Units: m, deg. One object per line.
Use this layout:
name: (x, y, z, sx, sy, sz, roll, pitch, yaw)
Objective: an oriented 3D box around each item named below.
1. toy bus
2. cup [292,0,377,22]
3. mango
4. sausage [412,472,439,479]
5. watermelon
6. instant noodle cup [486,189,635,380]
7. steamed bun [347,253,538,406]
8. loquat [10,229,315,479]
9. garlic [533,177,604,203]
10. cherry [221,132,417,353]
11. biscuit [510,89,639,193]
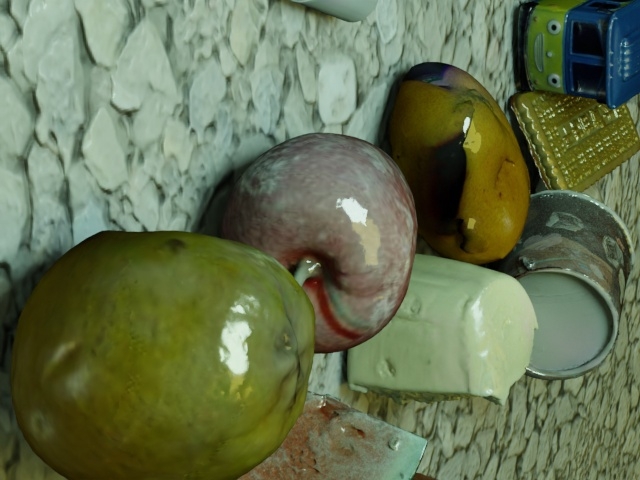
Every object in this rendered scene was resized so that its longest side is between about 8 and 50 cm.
toy bus: (0.420, -0.304, 1.780, 0.287, 0.175, 0.138, -32, 127, -40)
cup: (0.008, -0.298, 1.370, 0.116, 0.074, 0.104, 11, 66, -56)
mango: (0.178, -0.090, 1.580, 0.201, 0.152, 0.287, -45, 133, -31)
sausage: (0.116, 0.381, 1.706, 0.258, 0.133, 0.133, 26, 83, -53)
watermelon: (-0.015, 0.253, 1.456, 0.201, 0.261, 0.213, 41, 72, -20)
instant noodle cup: (0.323, 0.067, 1.715, 0.207, 0.217, 0.217, -65, 154, -61)
steamed bun: (0.166, 0.123, 1.585, 0.170, 0.225, 0.200, 0, 99, -51)
loquat: (-0.143, 0.121, 1.162, 0.276, 0.284, 0.276, 15, 73, -58)
garlic: (0.384, 0.028, 1.891, 0.143, 0.112, 0.318, -23, 100, -57)
cherry: (0.000, 0.000, 1.351, 0.285, 0.213, 0.236, -60, 168, -53)
biscuit: (0.384, -0.171, 1.844, 0.254, 0.029, 0.172, -30, 98, -42)
